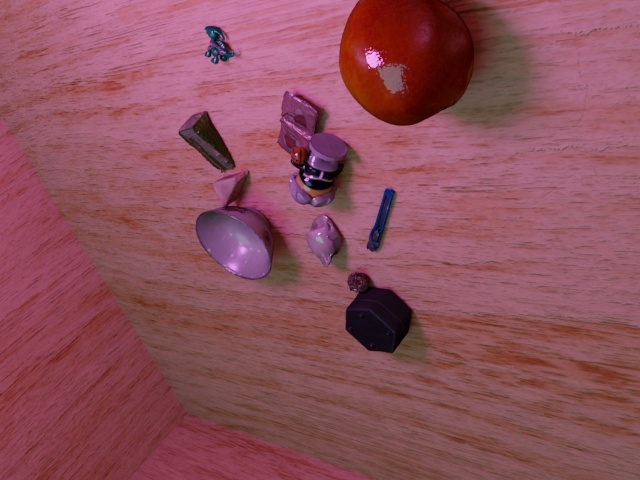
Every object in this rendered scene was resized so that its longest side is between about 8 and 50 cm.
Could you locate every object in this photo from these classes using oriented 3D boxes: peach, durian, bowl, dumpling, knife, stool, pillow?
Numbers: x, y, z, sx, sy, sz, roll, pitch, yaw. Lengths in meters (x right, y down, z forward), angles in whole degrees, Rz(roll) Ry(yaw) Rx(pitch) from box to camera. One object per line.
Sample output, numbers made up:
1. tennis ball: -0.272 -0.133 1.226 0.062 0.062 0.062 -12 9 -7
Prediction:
1. peach: 0.192 -0.437 1.451 0.308 0.308 0.332 -29 90 50
2. durian: 0.134 0.146 2.198 0.080 0.080 0.091 23 144 23
3. bowl: -0.290 -0.025 2.328 0.337 0.157 0.337 21 141 18
4. dumpling: 0.001 0.001 2.175 0.150 0.092 0.176 15 141 50
5. knife: 0.190 -0.059 1.999 0.044 0.026 0.296 39 144 24
6. stool: 0.205 0.286 2.213 0.232 0.141 0.232 23 138 23
7. pillow: -0.069 -0.350 1.934 0.135 0.049 0.248 33 145 14

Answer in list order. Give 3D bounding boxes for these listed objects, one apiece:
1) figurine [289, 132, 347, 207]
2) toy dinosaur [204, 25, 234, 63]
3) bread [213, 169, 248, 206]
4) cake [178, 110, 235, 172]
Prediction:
1. figurine: -0.019 -0.210 1.931 0.176 0.133 0.236 11 135 -10
2. toy dinosaur: -0.314 -0.600 1.909 0.132 0.059 0.096 38 137 19
3. bread: -0.311 -0.190 2.265 0.152 0.077 0.105 -6 117 47
4. cake: -0.390 -0.354 2.221 0.100 0.099 0.235 -4 143 41
